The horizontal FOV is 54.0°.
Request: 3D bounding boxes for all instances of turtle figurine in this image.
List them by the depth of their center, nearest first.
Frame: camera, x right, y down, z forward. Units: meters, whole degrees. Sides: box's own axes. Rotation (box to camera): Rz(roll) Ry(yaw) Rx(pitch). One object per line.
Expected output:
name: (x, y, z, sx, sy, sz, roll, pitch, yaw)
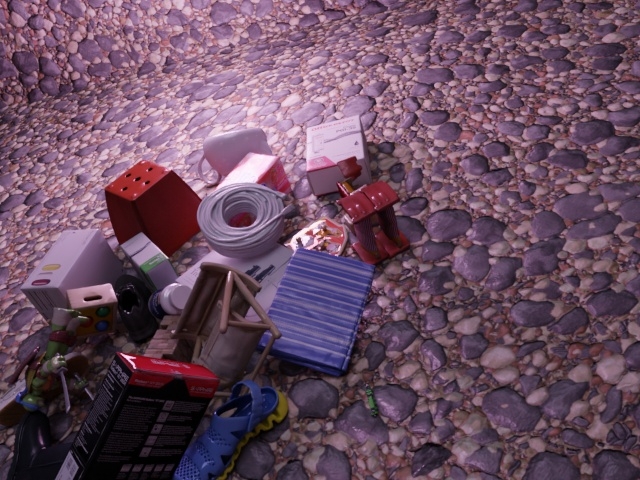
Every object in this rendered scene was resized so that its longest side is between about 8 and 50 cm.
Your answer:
turtle figurine: (-0.656, 0.327, 1.660, 0.274, 0.198, 0.266, -2, 68, 28)

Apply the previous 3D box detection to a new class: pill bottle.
pill bottle: (-0.428, 0.175, 1.818, 0.169, 0.094, 0.094, -23, 24, 54)

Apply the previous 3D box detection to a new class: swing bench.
swing bench: (-0.245, 0.233, 1.571, 0.165, 0.253, 0.255, 11, 31, -30)

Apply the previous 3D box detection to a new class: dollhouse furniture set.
dollhouse furniture set: (0.109, -0.111, 1.891, 0.152, 0.201, 0.374, -26, 40, -7)

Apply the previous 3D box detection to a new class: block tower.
block tower: (-0.423, 0.344, 1.682, 0.097, 0.091, 0.336, -4, 42, 20)

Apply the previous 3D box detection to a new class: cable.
cable: (-0.234, -0.065, 1.882, 0.257, 0.089, 0.257, 29, 60, 23)

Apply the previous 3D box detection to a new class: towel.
towel: (-0.006, 0.178, 1.657, 0.243, 0.040, 0.336, 14, 55, 11)

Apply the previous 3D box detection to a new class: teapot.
teapot: (-0.307, -0.303, 2.311, 0.252, 0.187, 0.256, -14, 9, -23)

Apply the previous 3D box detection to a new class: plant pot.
plant pot: (-0.580, -0.122, 2.166, 0.267, 0.236, 0.267, 20, 53, 39)

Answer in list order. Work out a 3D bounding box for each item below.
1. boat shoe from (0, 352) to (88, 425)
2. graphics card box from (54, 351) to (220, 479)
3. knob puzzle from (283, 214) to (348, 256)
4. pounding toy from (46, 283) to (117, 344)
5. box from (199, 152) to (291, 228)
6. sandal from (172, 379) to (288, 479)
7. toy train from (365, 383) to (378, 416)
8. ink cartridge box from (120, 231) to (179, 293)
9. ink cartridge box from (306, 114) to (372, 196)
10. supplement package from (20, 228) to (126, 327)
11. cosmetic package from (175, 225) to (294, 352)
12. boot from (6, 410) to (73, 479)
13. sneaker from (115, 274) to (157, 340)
boat shoe: (-0.792, 0.396, 1.771, 0.277, 0.098, 0.096, -35, 42, -15)
graphics card box: (-0.397, 0.429, 1.340, 0.094, 0.232, 0.371, 29, 95, 42)
knob puzzle: (0.000, 0.000, 1.944, 0.213, 0.030, 0.213, -12, 40, 10)
pounding toy: (-0.699, 0.246, 1.845, 0.181, 0.206, 0.094, -8, 41, -30)
box: (-0.246, -0.146, 2.117, 0.142, 0.154, 0.300, 11, 48, 32)
sandal: (-0.222, 0.437, 1.457, 0.126, 0.138, 0.317, 24, 58, 38)
toy train: (0.118, 0.374, 1.473, 0.017, 0.024, 0.083, -17, 39, 4)
ink cartridge box: (-0.524, 0.087, 1.969, 0.087, 0.153, 0.208, -36, 43, -20)
ink cartridge box: (0.059, -0.299, 2.191, 0.207, 0.117, 0.283, -13, 40, 9)
supplement package: (-0.771, 0.124, 1.989, 0.145, 0.204, 0.262, -3, 42, 19)
cosmetic package: (-0.202, 0.127, 1.836, 0.284, 0.097, 0.377, -40, 43, -26)
boot: (-0.659, 0.525, 1.568, 0.207, 0.094, 0.247, -15, 46, 11)
sneaker: (-0.572, 0.174, 1.908, 0.109, 0.130, 0.286, -29, 39, -13)
